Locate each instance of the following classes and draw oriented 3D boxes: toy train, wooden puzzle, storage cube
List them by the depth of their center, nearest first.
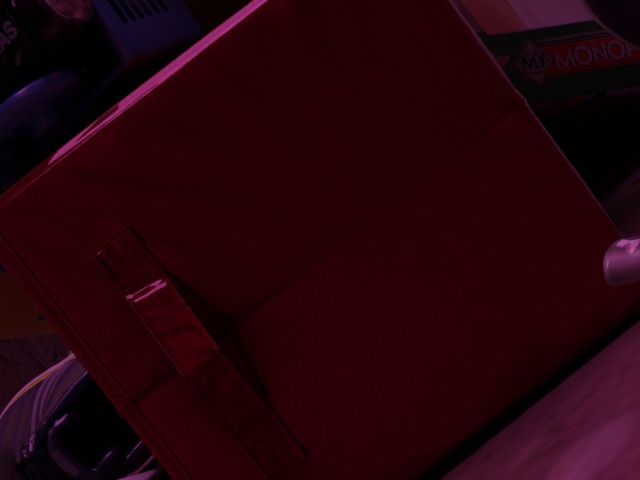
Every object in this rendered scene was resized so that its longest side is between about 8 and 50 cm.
[{"bbox_3d":[-0.137,-0.057,0.640,0.184,0.080,0.105,-39,-7,38],"label":"toy train"},{"bbox_3d":[0.000,0.000,0.647,0.193,0.183,0.215,-38,3,1],"label":"storage cube"},{"bbox_3d":[-0.112,0.159,1.089,0.116,0.014,0.078,-42,1,-39],"label":"wooden puzzle"}]

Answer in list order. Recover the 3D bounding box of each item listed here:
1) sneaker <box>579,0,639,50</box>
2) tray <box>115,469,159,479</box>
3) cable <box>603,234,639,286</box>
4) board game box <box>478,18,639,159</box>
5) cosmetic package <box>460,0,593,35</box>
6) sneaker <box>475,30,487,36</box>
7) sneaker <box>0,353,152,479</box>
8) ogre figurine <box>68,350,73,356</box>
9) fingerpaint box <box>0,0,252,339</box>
[{"bbox_3d":[0.242,-0.150,0.458,0.330,0.122,0.146,-18,-5,27],"label":"sneaker"},{"bbox_3d":[-0.206,0.240,0.914,0.270,0.030,0.145,-41,5,-24],"label":"tray"},{"bbox_3d":[0.196,-0.029,0.337,0.139,0.072,0.287,-22,8,-28],"label":"cable"},{"bbox_3d":[0.080,-0.061,0.962,0.213,0.046,0.317,-11,-9,-26],"label":"board game box"},{"bbox_3d":[0.153,-0.234,1.022,0.153,0.296,0.129,-41,6,-30],"label":"cosmetic package"},{"bbox_3d":[0.075,-0.079,1.399,0.281,0.106,0.162,-41,2,-18],"label":"sneaker"},{"bbox_3d":[-0.175,0.138,1.094,0.300,0.111,0.121,-47,1,29],"label":"sneaker"},{"bbox_3d":[-0.205,0.135,1.612,0.197,0.097,0.118,-22,2,36],"label":"ogre figurine"},{"bbox_3d":[-0.195,-0.120,0.751,0.445,0.163,0.371,-5,-42,-29],"label":"fingerpaint box"}]
